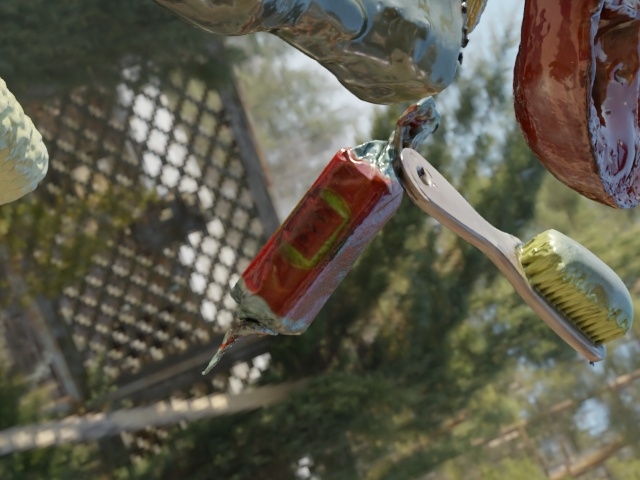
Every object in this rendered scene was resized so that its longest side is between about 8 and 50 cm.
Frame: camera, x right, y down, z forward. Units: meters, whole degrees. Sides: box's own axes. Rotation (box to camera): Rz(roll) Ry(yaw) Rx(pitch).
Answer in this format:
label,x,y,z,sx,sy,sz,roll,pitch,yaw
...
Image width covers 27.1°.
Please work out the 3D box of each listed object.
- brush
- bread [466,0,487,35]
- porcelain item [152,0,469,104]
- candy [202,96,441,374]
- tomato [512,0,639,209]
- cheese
label,x,y,z,sx,sy,sz,roll,pitch,yaw
brush,0.165,0.003,1.066,0.313,0.067,0.072,37,28,-38
bread,0.092,-0.315,1.411,0.139,0.240,0.240,-38,-111,42
porcelain item,-0.027,-0.117,0.525,0.216,0.069,0.081,14,74,-49
candy,0.000,0.001,1.071,0.059,0.292,0.086,40,8,17
tomato,0.181,-0.143,0.864,0.101,0.228,0.228,16,-39,29
cheese,-0.327,-0.102,1.209,0.167,0.123,0.093,74,7,-67
